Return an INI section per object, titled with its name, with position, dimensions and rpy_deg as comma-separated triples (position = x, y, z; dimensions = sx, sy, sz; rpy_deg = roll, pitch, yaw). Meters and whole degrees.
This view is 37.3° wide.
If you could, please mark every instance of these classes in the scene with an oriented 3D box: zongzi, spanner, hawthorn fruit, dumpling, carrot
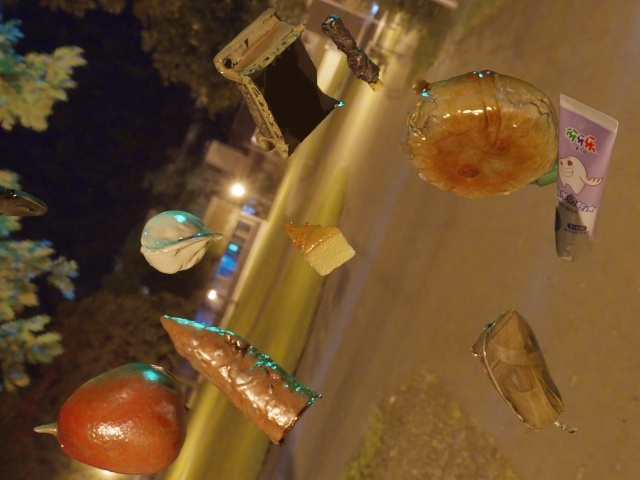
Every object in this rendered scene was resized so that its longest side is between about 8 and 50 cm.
[zongzi]
position = 0.287, 0.185, 1.279
dimensions = 0.081, 0.189, 0.178
rpy_deg = -29, -13, -10
[spanner]
position = -0.585, -0.077, 1.539
dimensions = 0.095, 0.325, 0.040
rpy_deg = -49, 56, 22
[hawthorn fruit]
position = -0.343, 0.301, 1.568
dimensions = 0.199, 0.251, 0.199
rpy_deg = 173, 90, -76
[dumpling]
position = -0.254, 0.001, 1.780
dimensions = 0.181, 0.155, 0.111
rpy_deg = -85, -17, -58
[carrot]
position = -0.130, 0.191, 1.396
dimensions = 0.102, 0.263, 0.102
rpy_deg = -54, -4, -5

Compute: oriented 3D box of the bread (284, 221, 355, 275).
[bread]
position = 0.000, 0.000, 1.651
dimensions = 0.080, 0.084, 0.109
rpy_deg = -37, 37, 2

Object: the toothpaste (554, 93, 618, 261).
[toothpaste]
position = 0.494, -0.112, 1.802
dimensions = 0.080, 0.125, 0.371
rpy_deg = -35, -39, -24

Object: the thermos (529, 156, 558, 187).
[thermos]
position = 0.570, -0.176, 2.268
dimensions = 0.188, 0.073, 0.083
rpy_deg = -21, 15, 16

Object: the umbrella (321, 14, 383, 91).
[umbrella]
position = 0.052, -0.289, 1.477
dimensions = 0.037, 0.144, 0.040
rpy_deg = -23, 35, 29

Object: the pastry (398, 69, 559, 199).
[pastry]
position = 0.330, -0.211, 1.954
dimensions = 0.329, 0.330, 0.136
rpy_deg = 118, 162, -52

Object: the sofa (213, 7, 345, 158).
[sofa]
position = -0.103, -0.329, 2.006
dimensions = 0.200, 0.182, 0.258
rpy_deg = -48, -48, -23
